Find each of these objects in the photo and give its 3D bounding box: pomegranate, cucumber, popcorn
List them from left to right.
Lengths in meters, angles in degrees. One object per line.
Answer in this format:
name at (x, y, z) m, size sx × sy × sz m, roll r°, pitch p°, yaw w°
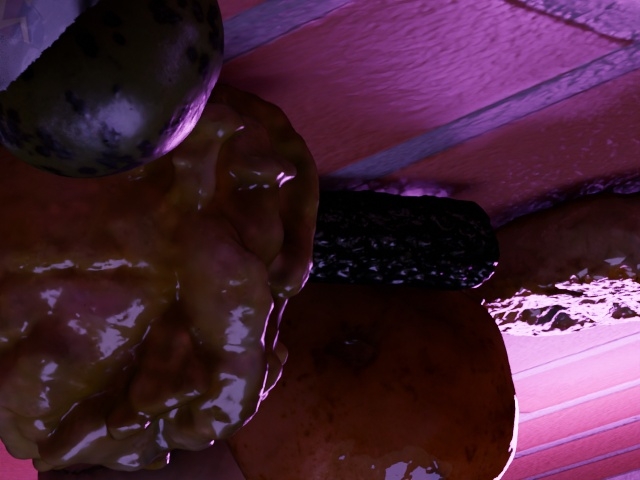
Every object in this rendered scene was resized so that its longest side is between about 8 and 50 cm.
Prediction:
pomegranate at (-0.109, -0.098, 0.864) m, size 0.122 × 0.122 × 0.161 m, roll -16°, pitch 140°, yaw 15°
popcorn at (-0.107, 0.026, 1.134) m, size 0.259 × 0.212 × 0.259 m, roll -9°, pitch 172°, yaw -1°
cucumber at (0.001, -0.001, 1.366) m, size 0.300 × 0.072 × 0.072 m, roll 1°, pitch 160°, yaw -41°
pomegranate at (0.033, 0.116, 1.515) m, size 0.248 × 0.248 × 0.248 m, roll -11°, pitch 165°, yaw -3°

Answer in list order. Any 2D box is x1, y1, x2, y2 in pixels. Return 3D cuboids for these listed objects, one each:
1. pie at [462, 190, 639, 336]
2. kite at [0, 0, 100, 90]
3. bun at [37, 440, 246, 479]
pie at (0.249, 0.023, 1.634) m, size 0.315 × 0.092 × 0.315 m, roll -8°, pitch 168°, yaw -2°
kite at (-0.096, -0.142, 0.769) m, size 0.245 × 0.015 × 0.141 m, roll -23°, pitch 126°, yaw 17°
bun at (-0.110, 0.206, 1.761) m, size 0.287 × 0.146 × 0.287 m, roll -18°, pitch -169°, yaw 3°
